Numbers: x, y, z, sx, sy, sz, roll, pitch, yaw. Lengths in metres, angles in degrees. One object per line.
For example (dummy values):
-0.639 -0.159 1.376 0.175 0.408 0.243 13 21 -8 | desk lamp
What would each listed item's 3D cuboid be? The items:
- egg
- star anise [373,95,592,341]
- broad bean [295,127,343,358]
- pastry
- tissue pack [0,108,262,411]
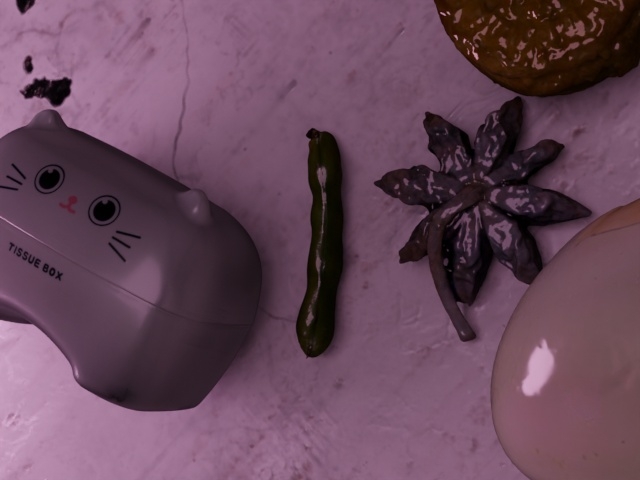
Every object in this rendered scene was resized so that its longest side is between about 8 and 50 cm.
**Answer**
0.312 0.108 1.356 0.345 0.283 0.283 -33 71 30 | egg
0.159 -0.028 1.548 0.230 0.081 0.262 11 86 14 | star anise
0.001 0.001 1.629 0.053 0.052 0.256 -5 79 37 | broad bean
0.232 -0.259 1.513 0.235 0.132 0.240 -33 72 18 | pastry
-0.230 0.015 1.631 0.333 0.229 0.236 29 96 24 | tissue pack
